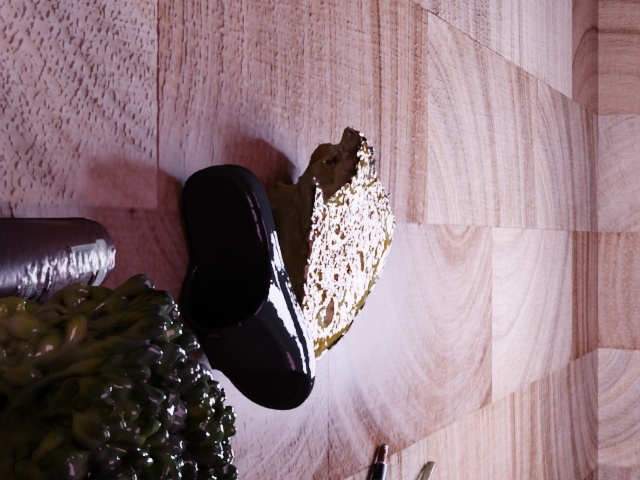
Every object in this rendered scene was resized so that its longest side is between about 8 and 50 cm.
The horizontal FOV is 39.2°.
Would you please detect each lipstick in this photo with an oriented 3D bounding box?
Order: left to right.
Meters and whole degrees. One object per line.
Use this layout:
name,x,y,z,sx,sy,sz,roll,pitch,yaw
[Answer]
lipstick,0.078,0.322,1.212,0.025,0.025,0.107,58,37,-44

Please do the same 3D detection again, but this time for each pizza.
pizza,0.000,0.000,1.000,0.323,0.089,0.223,-51,139,-52

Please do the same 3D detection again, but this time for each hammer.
hammer,0.145,0.377,1.313,0.182,0.062,0.017,-47,131,-60

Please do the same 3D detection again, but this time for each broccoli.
broccoli,-0.179,0.143,0.571,0.246,0.248,0.288,-3,124,-22

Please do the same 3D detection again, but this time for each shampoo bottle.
shampoo bottle,-0.229,0.023,0.582,0.236,0.067,0.068,-9,80,-65

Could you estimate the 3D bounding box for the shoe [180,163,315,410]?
shoe,-0.085,0.053,0.827,0.093,0.108,0.241,-29,108,-57
